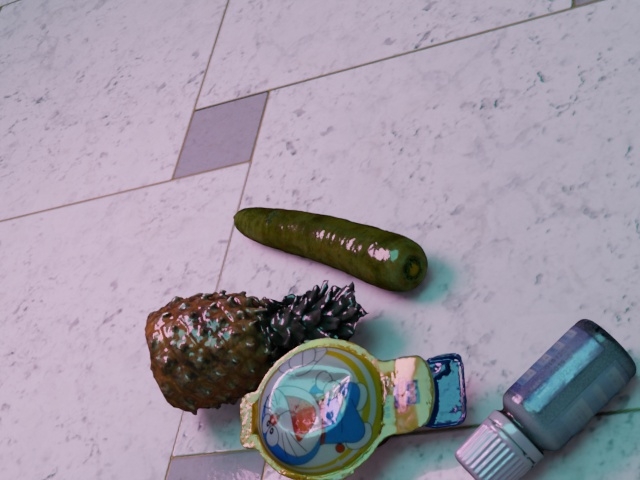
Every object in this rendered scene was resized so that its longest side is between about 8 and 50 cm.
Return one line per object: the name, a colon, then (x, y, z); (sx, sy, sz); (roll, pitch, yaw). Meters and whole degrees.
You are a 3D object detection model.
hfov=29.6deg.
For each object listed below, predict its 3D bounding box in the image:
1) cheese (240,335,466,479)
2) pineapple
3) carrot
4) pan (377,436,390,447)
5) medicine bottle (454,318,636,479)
cheese: (0.033, 0.185, 1.373); (0.270, 0.069, 0.177); (-11, 59, 17)
pineapple: (-0.072, 0.113, 1.502); (0.279, 0.157, 0.157); (-18, 44, 9)
carrot: (0.000, 0.000, 1.606); (0.359, 0.074, 0.074); (16, 65, 47)
pan: (0.079, 0.198, 1.400); (0.115, 0.023, 0.068); (-40, 40, 4)
medicine bottle: (0.232, 0.176, 1.263); (0.203, 0.083, 0.083); (-43, 41, -6)
